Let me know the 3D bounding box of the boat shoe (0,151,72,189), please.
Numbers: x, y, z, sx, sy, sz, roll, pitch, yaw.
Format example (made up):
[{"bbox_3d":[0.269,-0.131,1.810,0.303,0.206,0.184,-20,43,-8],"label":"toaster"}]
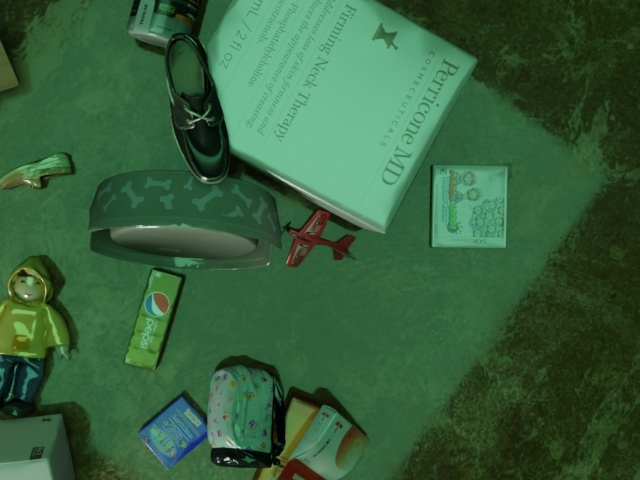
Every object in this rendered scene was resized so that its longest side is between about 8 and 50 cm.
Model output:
[{"bbox_3d":[-0.520,-0.118,1.901,0.135,0.050,0.045,-22,87,-2],"label":"boat shoe"}]

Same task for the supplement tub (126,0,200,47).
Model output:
[{"bbox_3d":[-0.271,-0.448,1.874,0.117,0.117,0.190,14,91,-3],"label":"supplement tub"}]

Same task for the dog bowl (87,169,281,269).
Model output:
[{"bbox_3d":[-0.231,-0.031,1.783,0.349,0.349,0.102,4,77,-3],"label":"dog bowl"}]

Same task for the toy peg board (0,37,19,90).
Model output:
[{"bbox_3d":[-0.641,-0.339,1.849,0.161,0.079,0.160,-17,125,-2],"label":"toy peg board"}]

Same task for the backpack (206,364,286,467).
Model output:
[{"bbox_3d":[-0.139,0.316,1.877,0.115,0.152,0.182,15,72,-39],"label":"backpack"}]

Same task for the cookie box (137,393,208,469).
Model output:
[{"bbox_3d":[-0.267,0.353,1.926,0.107,0.040,0.092,-39,93,-1],"label":"cookie box"}]

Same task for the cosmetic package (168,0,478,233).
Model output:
[{"bbox_3d":[0.000,-0.246,1.787,0.394,0.327,0.329,28,90,-4],"label":"cosmetic package"}]

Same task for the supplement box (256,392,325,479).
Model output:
[{"bbox_3d":[-0.062,0.405,1.921,0.078,0.080,0.233,23,88,-3],"label":"supplement box"}]

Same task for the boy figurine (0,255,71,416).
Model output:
[{"bbox_3d":[-0.534,0.172,1.887,0.177,0.092,0.285,15,93,0],"label":"boy figurine"}]

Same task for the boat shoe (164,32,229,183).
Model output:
[{"bbox_3d":[-0.191,-0.199,1.579,0.084,0.079,0.233,-12,93,-4],"label":"boat shoe"}]

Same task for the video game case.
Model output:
[{"bbox_3d":[0.280,-0.064,1.958,0.143,0.019,0.157,1,91,-3],"label":"video game case"}]

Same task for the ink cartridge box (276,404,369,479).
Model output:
[{"bbox_3d":[0.002,0.403,1.879,0.045,0.145,0.179,19,72,37],"label":"ink cartridge box"}]

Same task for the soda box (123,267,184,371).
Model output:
[{"bbox_3d":[-0.305,0.145,1.912,0.061,0.058,0.181,16,91,-3],"label":"soda box"}]

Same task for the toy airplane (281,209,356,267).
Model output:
[{"bbox_3d":[0.000,0.000,1.916,0.151,0.028,0.151,2,129,2],"label":"toy airplane"}]

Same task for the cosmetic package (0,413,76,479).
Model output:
[{"bbox_3d":[-0.524,0.426,1.834,0.151,0.151,0.183,-7,111,-3],"label":"cosmetic package"}]
